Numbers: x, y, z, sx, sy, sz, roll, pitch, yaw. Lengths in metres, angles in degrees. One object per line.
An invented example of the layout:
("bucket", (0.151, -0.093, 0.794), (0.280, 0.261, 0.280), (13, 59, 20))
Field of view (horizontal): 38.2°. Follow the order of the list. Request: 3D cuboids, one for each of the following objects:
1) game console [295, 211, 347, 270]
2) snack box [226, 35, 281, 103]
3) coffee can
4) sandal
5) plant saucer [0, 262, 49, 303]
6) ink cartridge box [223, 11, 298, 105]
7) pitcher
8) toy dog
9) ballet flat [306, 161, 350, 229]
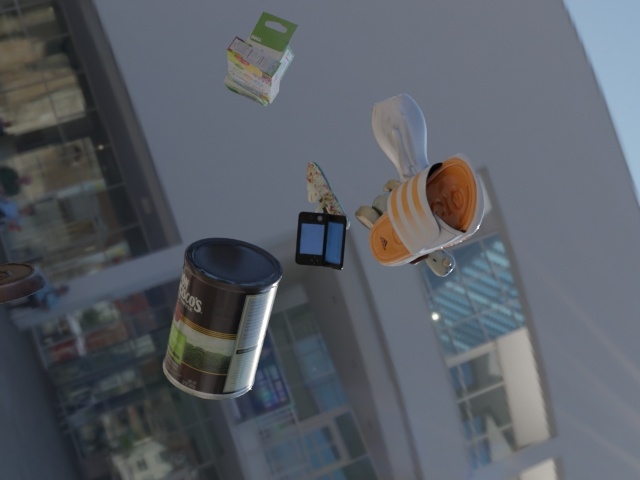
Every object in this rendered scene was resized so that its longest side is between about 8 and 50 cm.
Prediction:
("game console", (0.000, 0.000, 2.065), (0.071, 0.107, 0.122), (-119, -146, -86))
("snack box", (-0.126, -0.320, 1.750), (0.100, 0.037, 0.141), (32, -13, 2))
("coffee can", (-0.206, 0.161, 1.922), (0.201, 0.201, 0.275), (49, -49, 51))
("sandal", (0.118, -0.021, 1.221), (0.265, 0.076, 0.102), (-41, -115, 55))
("plant saucer", (-0.569, 0.073, 1.636), (0.168, 0.168, 0.029), (-148, -131, -64))
("ink cartridge box", (-0.140, -0.452, 2.304), (0.109, 0.209, 0.062), (26, -6, 21))
("pitcher", (0.192, -0.231, 2.160), (0.178, 0.125, 0.207), (-52, 122, -74))
("toy dog", (0.269, -0.040, 2.651), (0.161, 0.334, 0.220), (161, -49, -78))
("ballet flat", (0.010, -0.112, 2.653), (0.241, 0.077, 0.091), (60, -15, -27))
